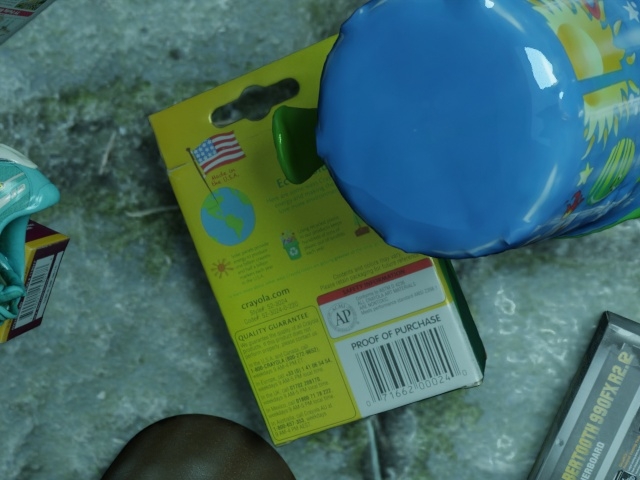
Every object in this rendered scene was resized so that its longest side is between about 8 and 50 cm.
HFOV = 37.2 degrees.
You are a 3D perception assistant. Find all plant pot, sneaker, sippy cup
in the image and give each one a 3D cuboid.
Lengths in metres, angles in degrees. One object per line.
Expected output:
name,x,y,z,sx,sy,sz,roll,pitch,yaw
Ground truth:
plant pot,-0.142,0.294,0.846,0.215,0.230,0.215,2,99,13
sneaker,-0.320,0.047,0.839,0.110,0.107,0.275,27,103,-2
sippy cup,0.119,-0.092,0.631,0.240,0.224,0.305,47,123,11

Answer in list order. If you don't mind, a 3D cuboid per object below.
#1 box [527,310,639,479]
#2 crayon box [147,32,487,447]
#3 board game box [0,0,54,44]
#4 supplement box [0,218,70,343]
box,0.287,0.203,0.824,0.183,0.056,0.231,23,102,10
crayon box,0.000,0.000,0.850,0.202,0.081,0.319,-20,93,15
board game box,-0.267,-0.273,0.801,0.303,0.224,0.097,-33,90,14
supplement box,-0.359,0.010,0.934,0.188,0.081,0.104,24,102,8
